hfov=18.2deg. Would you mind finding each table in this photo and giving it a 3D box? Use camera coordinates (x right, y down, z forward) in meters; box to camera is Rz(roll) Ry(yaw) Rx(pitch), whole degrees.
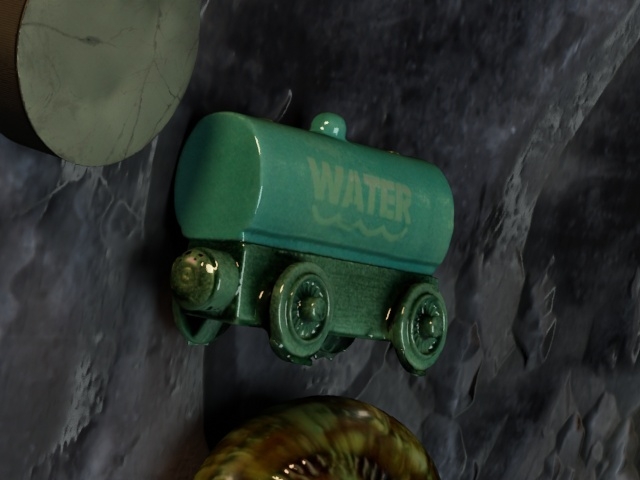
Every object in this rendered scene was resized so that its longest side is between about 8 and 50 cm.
[{"bbox_3d":[-0.125,-0.109,1.065,0.133,0.043,0.133,-24,122,-45],"label":"table"}]

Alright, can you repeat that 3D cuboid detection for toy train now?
[{"bbox_3d":[0.000,0.000,1.231,0.248,0.101,0.159,9,84,-54],"label":"toy train"}]

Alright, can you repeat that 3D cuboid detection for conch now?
[{"bbox_3d":[-0.014,0.181,1.264,0.187,0.124,0.181,-38,145,-5],"label":"conch"}]
